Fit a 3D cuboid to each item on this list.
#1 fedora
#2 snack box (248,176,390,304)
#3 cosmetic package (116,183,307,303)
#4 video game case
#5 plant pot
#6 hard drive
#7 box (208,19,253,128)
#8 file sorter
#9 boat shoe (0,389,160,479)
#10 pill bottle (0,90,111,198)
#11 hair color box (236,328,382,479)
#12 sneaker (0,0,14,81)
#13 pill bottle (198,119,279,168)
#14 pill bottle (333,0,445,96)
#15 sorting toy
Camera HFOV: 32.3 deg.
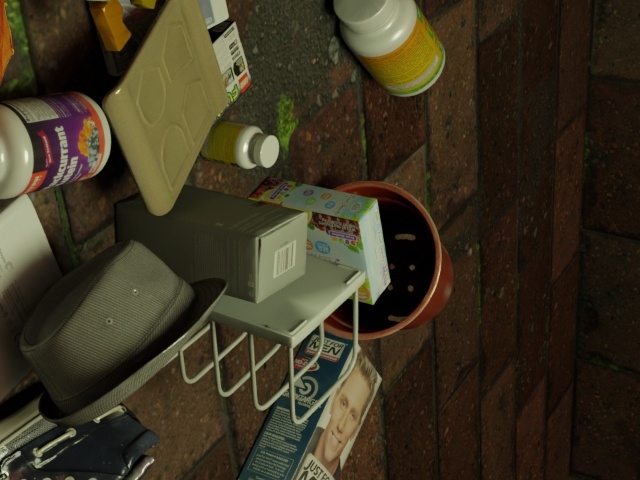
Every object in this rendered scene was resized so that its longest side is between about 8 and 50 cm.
[{"bbox_3d":[-0.256,0.091,1.330,0.275,0.244,0.124,-47,112,-29],"label":"fedora"},{"bbox_3d":[0.000,0.000,1.789,0.070,0.207,0.174,-49,142,-39],"label":"snack box"},{"bbox_3d":[-0.149,-0.002,1.499,0.127,0.238,0.107,-33,133,-55],"label":"cosmetic package"},{"bbox_3d":[-0.211,-0.333,1.416,0.201,0.023,0.183,-36,131,-33],"label":"video game case"},{"bbox_3d":[0.115,0.052,1.984,0.265,0.272,0.272,25,80,-68],"label":"plant pot"},{"bbox_3d":[-0.420,0.118,1.271,0.318,0.040,0.210,-51,143,-38],"label":"hard drive"},{"bbox_3d":[-0.176,-0.210,1.564,0.207,0.036,0.114,-53,143,-36],"label":"box"},{"bbox_3d":[-0.101,0.122,1.595,0.193,0.278,0.173,-40,137,-47],"label":"file sorter"},{"bbox_3d":[-0.341,0.297,1.340,0.340,0.158,0.127,-42,157,-46],"label":"boat shoe"},{"bbox_3d":[-0.339,-0.106,1.248,0.193,0.108,0.108,-23,122,-55],"label":"pill bottle"},{"bbox_3d":[-0.020,0.355,2.014,0.347,0.105,0.174,-64,149,-22],"label":"hair color box"},{"bbox_3d":[-0.353,-0.196,1.178,0.067,0.064,0.175,30,51,-55],"label":"sneaker"},{"bbox_3d":[-0.121,-0.140,1.608,0.065,0.116,0.065,-31,128,-51],"label":"pill bottle"},{"bbox_3d":[0.116,-0.360,1.908,0.246,0.136,0.136,39,68,-59],"label":"pill bottle"},{"bbox_3d":[-0.208,-0.212,1.392,0.307,0.041,0.229,75,31,-46],"label":"sorting toy"}]
